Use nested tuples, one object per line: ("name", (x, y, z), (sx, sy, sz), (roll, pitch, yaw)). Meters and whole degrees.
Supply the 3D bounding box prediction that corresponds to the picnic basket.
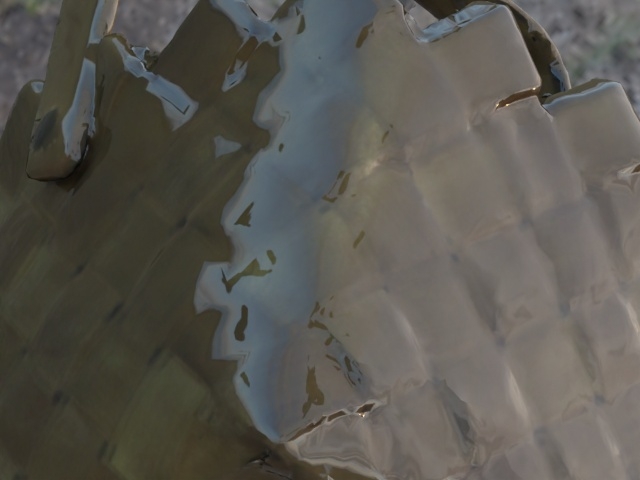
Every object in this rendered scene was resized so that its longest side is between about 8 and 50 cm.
("picnic basket", (0.000, 0.000, 0.723), (0.254, 0.291, 0.321), (32, 53, -33))
